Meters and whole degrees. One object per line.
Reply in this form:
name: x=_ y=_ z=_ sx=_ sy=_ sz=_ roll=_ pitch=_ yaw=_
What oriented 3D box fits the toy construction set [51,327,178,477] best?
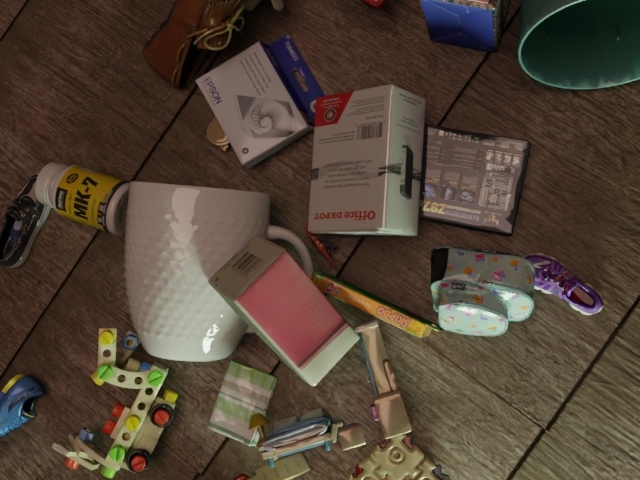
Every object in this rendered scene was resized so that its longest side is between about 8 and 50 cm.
toy construction set: x=-0.421 y=0.355 z=1.578 sx=0.215 sy=0.151 sz=0.328 roll=27 pitch=100 yaw=-9

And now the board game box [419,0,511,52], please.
board game box: x=0.299 y=-0.539 z=1.440 sx=0.141 sy=0.232 sz=0.291 roll=15 pitch=89 yaw=15

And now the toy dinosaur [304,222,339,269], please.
toy dinosaur: x=0.000 y=0.000 z=1.546 sx=0.047 sy=0.090 sz=0.082 roll=-42 pitch=120 yaw=17

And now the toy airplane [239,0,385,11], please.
toy airplane: x=-0.015 y=-0.654 z=1.511 sx=0.384 sy=0.272 sz=0.386 roll=10 pitch=101 yaw=35

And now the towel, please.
towel: x=-0.162 y=0.335 z=1.578 sx=0.113 sy=0.023 sz=0.152 roll=18 pitch=89 yaw=15

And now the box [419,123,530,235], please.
box: x=0.275 y=-0.119 z=1.491 sx=0.232 sy=0.059 sz=0.183 roll=11 pitch=87 yaw=15

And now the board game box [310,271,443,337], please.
board game box: x=0.111 y=0.127 z=1.475 sx=0.259 sy=0.124 sz=0.039 roll=22 pitch=91 yaw=16

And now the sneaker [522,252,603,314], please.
sneaker: x=0.448 y=0.076 z=1.420 sx=0.170 sy=0.071 sz=0.068 roll=30 pitch=92 yaw=16

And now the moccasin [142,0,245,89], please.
moccasin: x=-0.231 y=-0.441 z=1.552 sx=0.147 sy=0.139 sz=0.380 roll=50 pitch=130 yaw=-3

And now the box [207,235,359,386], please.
box: x=-0.065 y=0.123 z=1.367 sx=0.127 sy=0.148 sz=0.232 roll=-45 pitch=117 yaw=-12

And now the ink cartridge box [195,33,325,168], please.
ink cartridge box: x=-0.116 y=-0.299 z=1.605 sx=0.224 sy=0.045 sz=0.223 roll=-31 pitch=78 yaw=3

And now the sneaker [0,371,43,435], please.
sneaker: x=-0.690 y=0.393 z=1.687 sx=0.082 sy=0.069 sz=0.209 roll=39 pitch=94 yaw=11

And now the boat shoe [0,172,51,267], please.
boat shoe: x=-0.678 y=-0.048 z=1.725 sx=0.080 sy=0.076 sz=0.229 roll=25 pitch=91 yaw=16

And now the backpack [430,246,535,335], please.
backpack: x=0.298 y=0.094 z=1.402 sx=0.188 sy=0.166 sz=0.144 roll=-1 pitch=61 yaw=10

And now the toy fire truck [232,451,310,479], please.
toy fire truck: x=-0.121 y=0.545 z=1.496 sx=0.246 sy=0.158 sz=0.217 roll=-43 pitch=75 yaw=18

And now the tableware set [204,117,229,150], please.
tableware set: x=-0.164 y=-0.266 z=1.642 sx=0.141 sy=0.020 sz=0.169 roll=16 pitch=85 yaw=10

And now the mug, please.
mug: x=-0.199 y=0.063 z=1.504 sx=0.374 sy=0.276 sz=0.328 roll=5 pitch=93 yaw=-5

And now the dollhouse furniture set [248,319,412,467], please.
dollhouse furniture set: x=-0.011 y=0.286 z=1.407 sx=0.303 sy=0.286 sz=0.198 roll=-17 pitch=80 yaw=1

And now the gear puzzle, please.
gear puzzle: x=0.099 y=0.533 z=1.483 sx=0.175 sy=0.044 sz=0.339 roll=43 pitch=98 yaw=13

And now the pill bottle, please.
pill bottle: x=-0.504 y=-0.095 z=1.664 sx=0.208 sy=0.119 sz=0.119 roll=18 pitch=89 yaw=16

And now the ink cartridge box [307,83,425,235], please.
ink cartridge box: x=0.087 y=-0.143 z=1.478 sx=0.197 sy=0.114 sz=0.273 roll=-1 pitch=82 yaw=43

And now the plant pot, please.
plant pot: x=0.493 y=-0.447 z=1.362 sx=0.293 sy=0.293 sz=0.235 roll=-4 pitch=70 yaw=14
